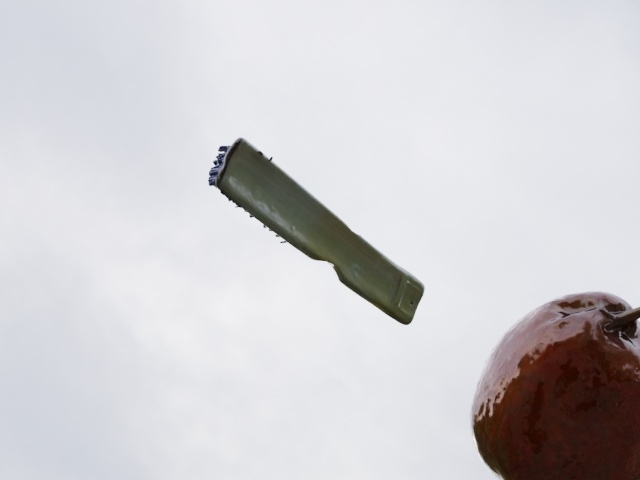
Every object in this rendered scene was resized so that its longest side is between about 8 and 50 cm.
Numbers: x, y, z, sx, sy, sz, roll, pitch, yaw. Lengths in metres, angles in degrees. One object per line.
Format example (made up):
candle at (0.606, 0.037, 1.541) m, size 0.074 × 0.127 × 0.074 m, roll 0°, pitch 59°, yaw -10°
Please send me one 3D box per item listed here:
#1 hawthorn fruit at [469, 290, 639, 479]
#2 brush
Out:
hawthorn fruit at (0.271, 0.150, 0.858) m, size 0.210 × 0.210 × 0.262 m, roll 21°, pitch -64°, yaw 10°
brush at (0.000, 0.000, 0.505) m, size 0.030 × 0.033 × 0.178 m, roll 2°, pitch -28°, yaw 47°
